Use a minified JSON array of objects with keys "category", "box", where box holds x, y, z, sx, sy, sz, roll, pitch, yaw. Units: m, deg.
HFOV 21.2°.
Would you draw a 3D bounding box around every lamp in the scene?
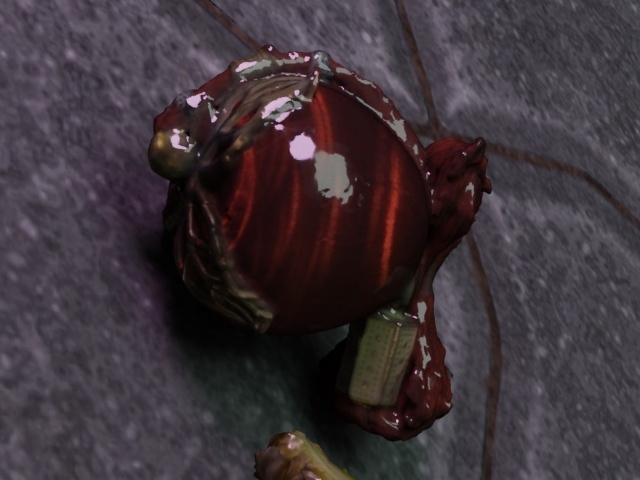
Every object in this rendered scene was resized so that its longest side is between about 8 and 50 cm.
[{"category":"lamp","box":[-0.001,0.002,0.998,0.223,0.215,0.151,17,11,-5]}]

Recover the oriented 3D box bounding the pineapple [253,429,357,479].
[{"category":"pineapple","box":[0.020,0.262,0.871,0.286,0.209,0.344,41,4,19]}]
